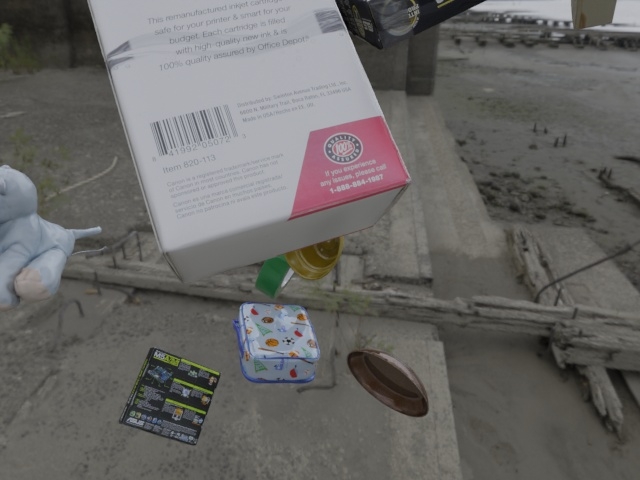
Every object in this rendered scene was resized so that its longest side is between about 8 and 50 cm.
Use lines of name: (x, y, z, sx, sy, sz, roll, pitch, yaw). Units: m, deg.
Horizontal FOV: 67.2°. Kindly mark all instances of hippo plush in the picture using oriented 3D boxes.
hippo plush: (-0.619, -0.018, 0.968, 0.294, 0.237, 0.234, -24, 35, -20)

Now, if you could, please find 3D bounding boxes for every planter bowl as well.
planter bowl: (0.000, 0.000, 1.355, 0.217, 0.217, 0.090, 23, 16, 39)

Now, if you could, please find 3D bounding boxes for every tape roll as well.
tape roll: (-0.102, 0.044, 1.619, 0.077, 0.321, 0.321, 32, 32, 4)

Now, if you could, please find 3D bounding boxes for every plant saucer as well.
plant saucer: (0.145, 0.289, 1.009, 0.198, 0.199, 0.036, 20, 53, 35)

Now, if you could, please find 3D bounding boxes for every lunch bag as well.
lunch bag: (-0.142, 0.302, 1.465, 0.243, 0.115, 0.303, 3, 25, -18)

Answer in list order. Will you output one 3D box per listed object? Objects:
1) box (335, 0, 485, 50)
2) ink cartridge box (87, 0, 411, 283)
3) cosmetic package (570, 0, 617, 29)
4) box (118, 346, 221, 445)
box: (0.205, -0.506, 0.946, 0.318, 0.097, 0.395, -23, 29, 3)
ink cartridge box: (-0.073, -0.131, 0.444, 0.207, 0.283, 0.117, -17, -14, -13)
cosmetic package: (0.293, -0.288, 0.511, 0.041, 0.060, 0.115, -3, -19, 23)
box: (-0.360, 0.380, 1.175, 0.045, 0.190, 0.184, -25, 43, 50)
